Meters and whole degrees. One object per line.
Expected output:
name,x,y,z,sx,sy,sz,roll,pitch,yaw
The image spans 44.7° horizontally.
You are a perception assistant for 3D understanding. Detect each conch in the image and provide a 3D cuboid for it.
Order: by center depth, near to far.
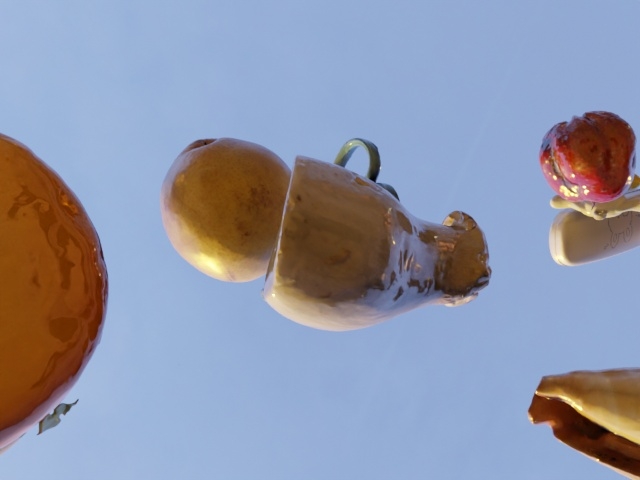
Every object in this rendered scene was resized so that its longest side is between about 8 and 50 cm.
conch,0.410,0.217,1.007,0.255,0.158,0.127,20,-147,15

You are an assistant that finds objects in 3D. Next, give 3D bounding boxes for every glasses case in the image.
glasses case,0.444,-0.022,1.211,0.233,0.059,0.092,-12,-73,-30

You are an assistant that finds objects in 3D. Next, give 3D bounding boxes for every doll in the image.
doll,0.404,-0.065,1.135,0.135,0.071,0.113,-13,-141,6

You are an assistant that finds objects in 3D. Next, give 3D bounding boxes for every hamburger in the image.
hamburger,-0.261,0.044,0.499,0.246,0.170,0.246,15,-122,-25

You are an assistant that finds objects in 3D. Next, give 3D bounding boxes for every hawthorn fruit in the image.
hawthorn fruit,0.246,-0.072,0.713,0.093,0.093,0.093,2,-99,-10

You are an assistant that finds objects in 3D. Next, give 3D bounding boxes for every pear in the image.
pear,-0.131,-0.051,1.112,0.209,0.209,0.208,2,-99,-10

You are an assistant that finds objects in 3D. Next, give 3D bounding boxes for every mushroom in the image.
mushroom,0.047,0.016,0.570,0.225,0.093,0.116,16,-94,-34

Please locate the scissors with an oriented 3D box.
scissors,0.000,0.000,0.870,0.030,0.256,0.125,4,-125,-35
